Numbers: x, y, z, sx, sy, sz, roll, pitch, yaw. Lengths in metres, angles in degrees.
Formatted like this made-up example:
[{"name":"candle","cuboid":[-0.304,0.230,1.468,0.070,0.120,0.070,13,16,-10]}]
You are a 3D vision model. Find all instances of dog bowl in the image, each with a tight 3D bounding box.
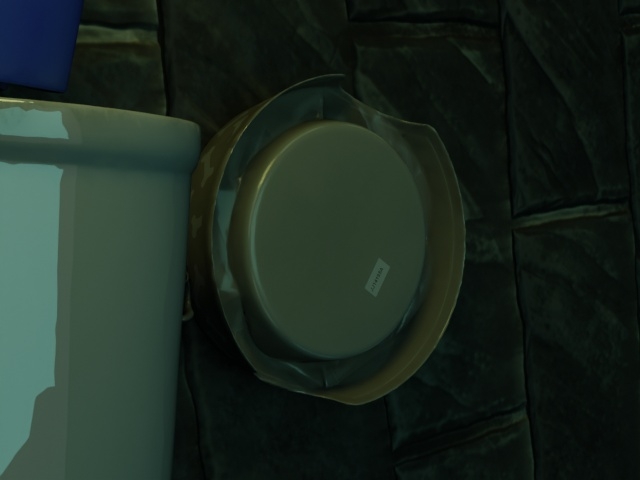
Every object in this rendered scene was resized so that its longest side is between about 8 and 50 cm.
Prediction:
[{"name":"dog bowl","cuboid":[0.000,0.000,1.264,0.349,0.102,0.348,-2,93,-39]}]

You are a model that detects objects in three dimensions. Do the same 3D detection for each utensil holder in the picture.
[{"name":"utensil holder","cuboid":[-0.266,0.091,0.910,0.328,0.328,0.385,2,93,-40]}]

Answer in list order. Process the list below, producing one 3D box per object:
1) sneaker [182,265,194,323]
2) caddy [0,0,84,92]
[{"name":"sneaker","cuboid":[-0.153,0.011,1.160,0.061,0.065,0.157,-26,108,-36]},{"name":"caddy","cuboid":[-0.333,-0.217,0.893,0.341,0.241,0.179,4,93,-40]}]
